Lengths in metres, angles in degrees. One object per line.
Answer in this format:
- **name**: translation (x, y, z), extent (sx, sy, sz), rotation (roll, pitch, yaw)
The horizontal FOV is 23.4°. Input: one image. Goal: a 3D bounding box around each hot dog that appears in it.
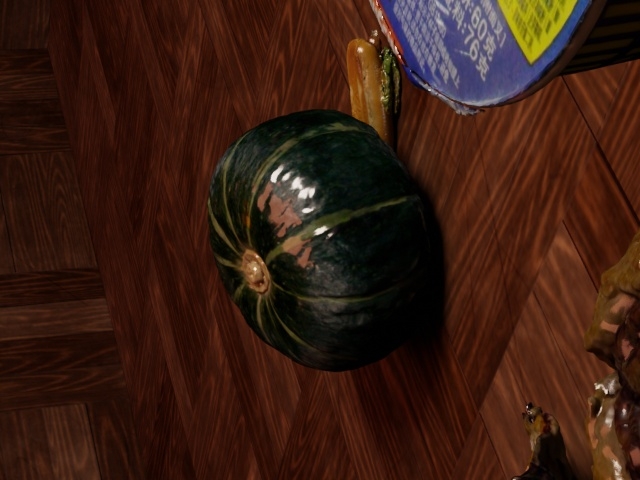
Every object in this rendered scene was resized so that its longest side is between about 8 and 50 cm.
- **hot dog**: translation (0.054, -0.137, 1.495), extent (0.056, 0.041, 0.133), rotation (-139, 39, -65)

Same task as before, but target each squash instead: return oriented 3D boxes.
- **squash**: translation (0.000, 0.000, 1.460), extent (0.252, 0.165, 0.252), rotation (39, 140, 42)

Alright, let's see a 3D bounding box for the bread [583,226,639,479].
- **bread**: translation (0.230, 0.087, 0.875), extent (0.230, 0.123, 0.230), rotation (172, 90, -72)

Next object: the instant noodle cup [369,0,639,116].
- **instant noodle cup**: translation (0.193, -0.195, 0.602), extent (0.284, 0.312, 0.284), rotation (174, 90, -73)

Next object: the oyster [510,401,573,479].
- **oyster**: translation (0.147, 0.301, 1.157), extent (0.221, 0.096, 0.361), rotation (-25, -54, -63)
